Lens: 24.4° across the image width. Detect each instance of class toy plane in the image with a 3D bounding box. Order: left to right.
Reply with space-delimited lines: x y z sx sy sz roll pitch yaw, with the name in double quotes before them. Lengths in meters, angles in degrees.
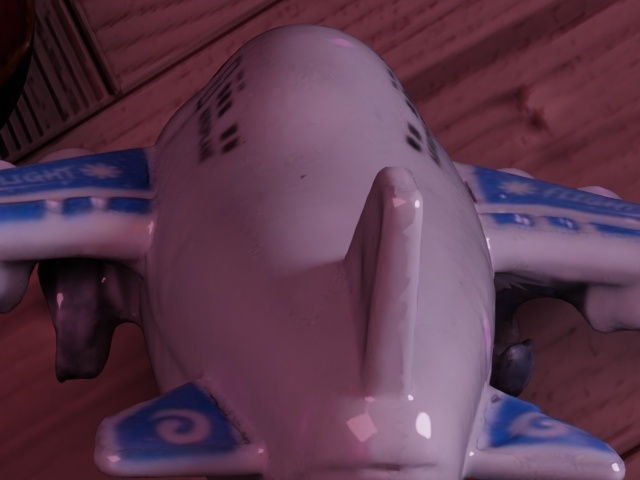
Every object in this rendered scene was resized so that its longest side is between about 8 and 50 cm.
"toy plane" -0.001 0.005 0.450 0.267 0.267 0.122 15 111 26

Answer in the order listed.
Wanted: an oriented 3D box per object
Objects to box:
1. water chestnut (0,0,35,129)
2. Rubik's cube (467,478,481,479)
"water chestnut" -0.231 -0.118 0.590 0.224 0.238 0.223 -11 50 13
"Rubik's cube" 0.017 0.136 0.360 0.284 0.234 0.250 -4 63 20
